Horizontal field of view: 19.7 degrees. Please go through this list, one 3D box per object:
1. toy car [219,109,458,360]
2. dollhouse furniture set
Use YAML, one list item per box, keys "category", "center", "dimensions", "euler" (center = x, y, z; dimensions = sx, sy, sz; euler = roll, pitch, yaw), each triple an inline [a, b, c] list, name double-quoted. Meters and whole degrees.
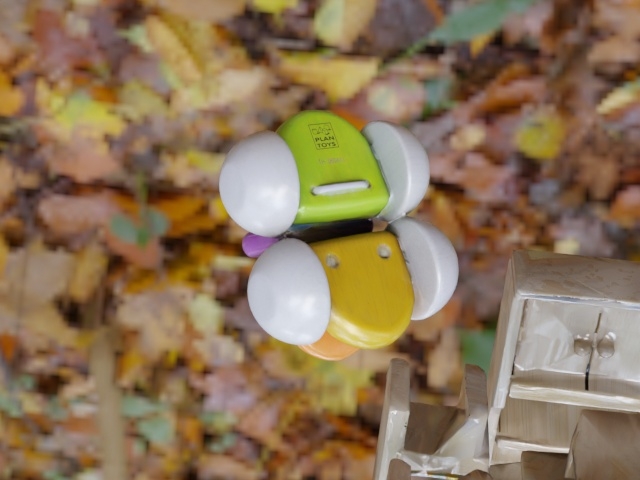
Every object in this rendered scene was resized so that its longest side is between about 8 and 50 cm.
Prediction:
- category: "toy car"
  center: [0.000, 0.000, 1.341]
  dimensions: [0.159, 0.182, 0.136]
  euler: [-9, 168, -32]
- category: "dollhouse furniture set"
  center: [0.221, 0.224, 1.516]
  dimensions: [0.362, 0.394, 0.256]
  euler: [6, 122, -1]
